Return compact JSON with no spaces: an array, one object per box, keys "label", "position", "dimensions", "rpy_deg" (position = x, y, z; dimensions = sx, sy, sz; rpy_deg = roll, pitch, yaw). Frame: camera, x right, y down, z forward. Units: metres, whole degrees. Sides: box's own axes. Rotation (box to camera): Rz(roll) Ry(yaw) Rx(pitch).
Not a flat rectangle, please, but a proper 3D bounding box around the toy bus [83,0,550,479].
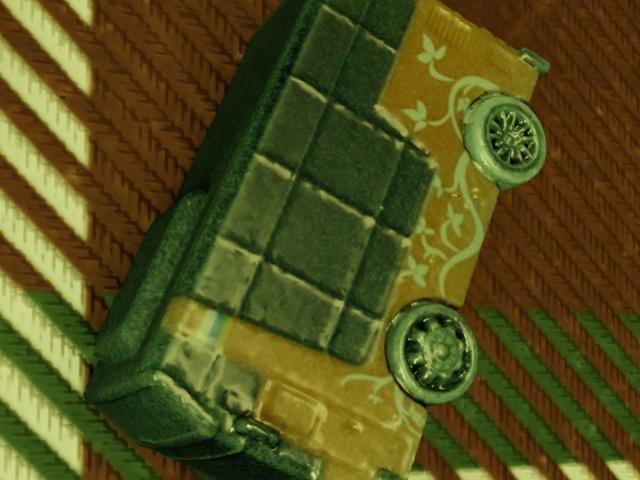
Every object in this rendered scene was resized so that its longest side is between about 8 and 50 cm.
[{"label":"toy bus","position":[0.000,0.000,0.520],"dimensions":[0.167,0.138,0.275],"rpy_deg":[29,67,-18]}]
